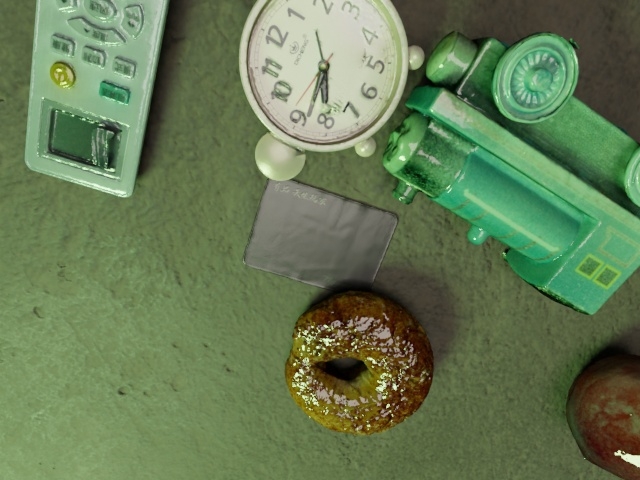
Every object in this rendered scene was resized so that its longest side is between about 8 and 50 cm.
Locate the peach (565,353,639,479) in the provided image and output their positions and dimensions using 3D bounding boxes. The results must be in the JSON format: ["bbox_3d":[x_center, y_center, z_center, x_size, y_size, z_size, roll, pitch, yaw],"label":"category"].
[{"bbox_3d":[0.388,0.229,0.510,0.151,0.152,0.152,-1,108,-5],"label":"peach"}]

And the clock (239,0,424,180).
[{"bbox_3d":[0.004,-0.163,0.389,0.155,0.063,0.229,23,107,-14],"label":"clock"}]

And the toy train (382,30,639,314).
[{"bbox_3d":[0.208,-0.065,0.410,0.298,0.120,0.194,28,108,-13],"label":"toy train"}]

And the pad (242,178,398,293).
[{"bbox_3d":[0.000,0.000,0.469,0.157,0.003,0.112,17,105,-10],"label":"pad"}]

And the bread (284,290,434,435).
[{"bbox_3d":[0.047,0.151,0.491,0.193,0.064,0.194,0,108,-1],"label":"bread"}]

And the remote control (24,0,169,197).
[{"bbox_3d":[-0.191,-0.189,0.368,0.103,0.051,0.294,17,109,-10],"label":"remote control"}]
